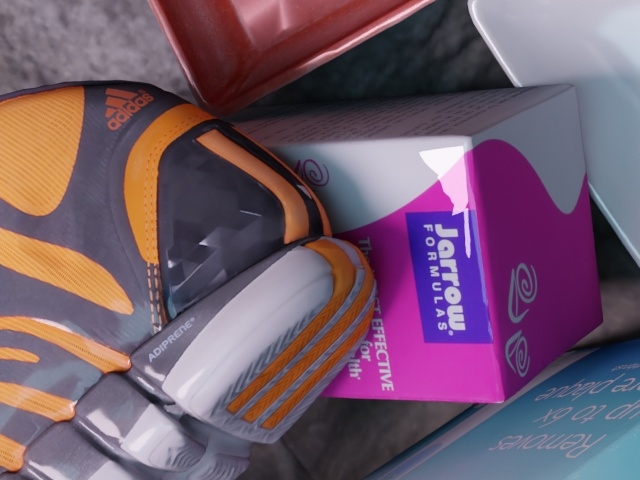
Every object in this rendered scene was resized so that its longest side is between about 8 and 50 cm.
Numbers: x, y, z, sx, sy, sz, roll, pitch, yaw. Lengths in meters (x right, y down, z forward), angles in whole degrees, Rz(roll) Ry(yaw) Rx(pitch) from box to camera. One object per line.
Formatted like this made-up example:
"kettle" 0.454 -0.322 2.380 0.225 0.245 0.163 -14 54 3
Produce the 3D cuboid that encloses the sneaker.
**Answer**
"sneaker" -0.142 0.069 0.640 0.321 0.124 0.180 -44 68 -3

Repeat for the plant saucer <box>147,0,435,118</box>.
"plant saucer" 0.006 -0.224 0.699 0.258 0.047 0.259 -27 88 23

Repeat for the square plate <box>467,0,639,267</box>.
"square plate" 0.292 -0.053 0.651 0.344 0.049 0.347 -33 91 24

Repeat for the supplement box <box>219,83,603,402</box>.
"supplement box" 0.000 0.000 0.707 0.220 0.114 0.111 -2 104 31

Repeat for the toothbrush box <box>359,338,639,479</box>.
"toothbrush box" 0.054 0.160 0.621 0.295 0.216 0.126 -32 92 -20
